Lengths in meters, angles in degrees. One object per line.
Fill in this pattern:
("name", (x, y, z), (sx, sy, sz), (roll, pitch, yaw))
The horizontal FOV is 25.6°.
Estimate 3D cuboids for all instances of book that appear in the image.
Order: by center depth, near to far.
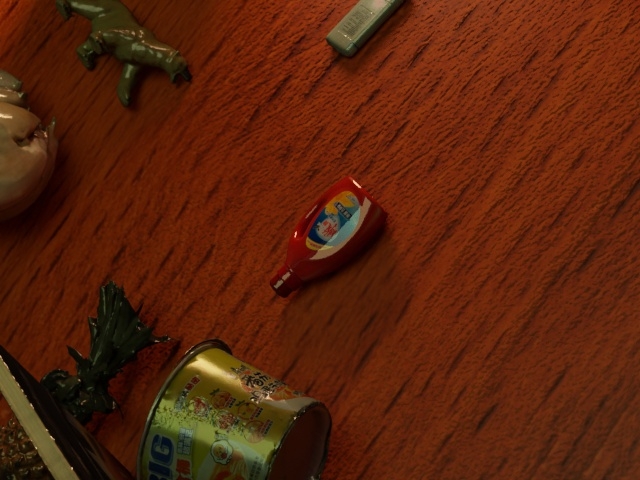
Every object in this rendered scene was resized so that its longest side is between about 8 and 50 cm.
("book", (-0.223, 0.266, 1.484), (0.028, 0.374, 0.262), (-38, 55, -7))

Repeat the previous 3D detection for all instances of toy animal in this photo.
("toy animal", (-0.276, -0.277, 1.976), (0.101, 0.103, 0.219), (-30, 47, -19))

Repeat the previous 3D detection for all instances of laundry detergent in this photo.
("laundry detergent", (0.000, 0.000, 1.709), (0.165, 0.049, 0.097), (-44, 47, 2))

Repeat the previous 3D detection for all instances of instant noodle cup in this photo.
("instant noodle cup", (-0.087, 0.230, 1.558), (0.153, 0.205, 0.205), (19, 75, 22))

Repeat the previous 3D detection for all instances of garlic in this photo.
("garlic", (-0.460, -0.126, 1.937), (0.203, 0.184, 0.281), (-21, 32, -15))

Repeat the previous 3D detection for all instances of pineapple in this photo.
("pineapple", (-0.295, 0.188, 1.727), (0.277, 0.119, 0.130), (-53, 11, -8))

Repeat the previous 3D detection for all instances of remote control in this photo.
("remote control", (0.062, -0.296, 1.849), (0.124, 0.018, 0.053), (-48, 53, -3))
